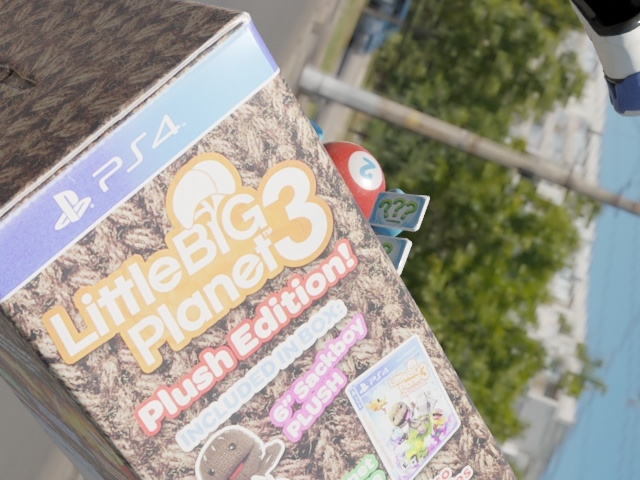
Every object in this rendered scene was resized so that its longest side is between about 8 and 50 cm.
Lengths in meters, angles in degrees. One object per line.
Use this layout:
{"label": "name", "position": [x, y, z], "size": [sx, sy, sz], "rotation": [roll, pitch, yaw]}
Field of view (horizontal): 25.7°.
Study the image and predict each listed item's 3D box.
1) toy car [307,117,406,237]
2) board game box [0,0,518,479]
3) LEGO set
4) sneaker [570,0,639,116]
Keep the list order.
{"label": "toy car", "position": [0.014, -0.021, 1.957], "size": [0.210, 0.219, 0.238], "rotation": [-50, -161, 10]}
{"label": "board game box", "position": [-0.073, 0.037, 0.664], "size": [0.141, 0.291, 0.232], "rotation": [-42, -147, -17]}
{"label": "LEGO set", "position": [0.000, 0.000, 1.789], "size": [0.060, 0.244, 0.182], "rotation": [42, 64, -48]}
{"label": "sneaker", "position": [0.390, -0.315, 1.810], "size": [0.315, 0.127, 0.182], "rotation": [-88, 154, -55]}
